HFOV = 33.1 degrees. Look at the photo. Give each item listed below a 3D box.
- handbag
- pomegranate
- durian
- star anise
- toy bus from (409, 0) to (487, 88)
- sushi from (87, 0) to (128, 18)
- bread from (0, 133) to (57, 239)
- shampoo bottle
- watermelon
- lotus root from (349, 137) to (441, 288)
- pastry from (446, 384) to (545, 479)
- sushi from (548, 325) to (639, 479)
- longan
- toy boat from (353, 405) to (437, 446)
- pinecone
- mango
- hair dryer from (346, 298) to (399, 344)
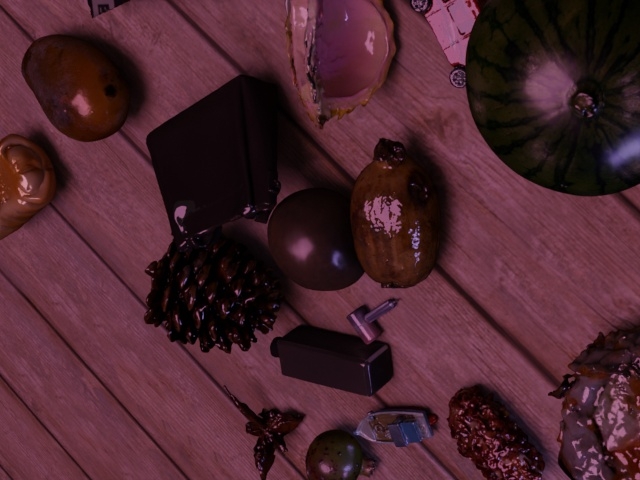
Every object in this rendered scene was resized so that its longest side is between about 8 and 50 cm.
[{"bbox_3d":[-0.176,-0.127,1.876,0.285,0.113,0.257,-23,68,40],"label":"handbag"},{"bbox_3d":[0.032,0.427,2.059,0.130,0.130,0.130,19,124,31],"label":"pomegranate"},{"bbox_3d":[-0.001,-0.343,1.657,0.196,0.185,0.305,21,123,54],"label":"durian"},{"bbox_3d":[-0.131,0.373,2.166,0.158,0.144,0.140,-54,39,14],"label":"star anise"},{"bbox_3d":[0.206,-0.311,1.544,0.089,0.081,0.195,-25,95,35],"label":"toy bus"},{"bbox_3d":[-0.317,-0.582,1.853,0.339,0.069,0.320,-12,96,43],"label":"sushi"},{"bbox_3d":[-0.687,-0.114,2.366,0.311,0.121,0.173,-28,90,45],"label":"bread"},{"bbox_3d":[0.011,0.218,1.991,0.246,0.080,0.079,8,116,37],"label":"shampoo bottle"},{"bbox_3d":[0.323,-0.197,1.397,0.331,0.189,0.330,8,108,26],"label":"watermelon"},{"bbox_3d":[0.119,-0.041,1.722,0.145,0.128,0.260,-1,114,12],"label":"lotus root"},{"bbox_3d":[0.292,0.343,1.816,0.115,0.097,0.208,-43,81,34],"label":"pastry"},{"bbox_3d":[0.527,0.292,1.535,0.417,0.176,0.417,21,122,39],"label":"sushi"},{"bbox_3d":[0.000,0.000,1.822,0.167,0.167,0.187,-12,133,43],"label":"longan"},{"bbox_3d":[0.133,0.343,1.970,0.173,0.059,0.069,-10,106,43],"label":"toy boat"},{"bbox_3d":[-0.201,0.098,2.010,0.272,0.224,0.224,16,124,10],"label":"pinecone"},{"bbox_3d":[-0.484,-0.303,2.089,0.316,0.146,0.192,32,130,41],"label":"mango"},{"bbox_3d":[0.103,0.133,1.903,0.114,0.037,0.063,-37,89,38],"label":"hair dryer"}]
